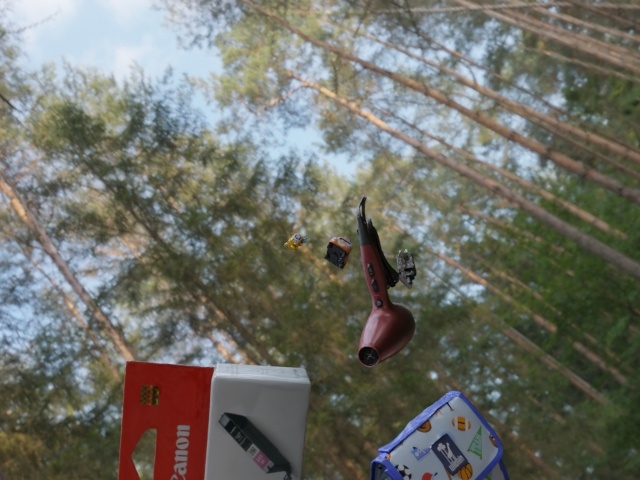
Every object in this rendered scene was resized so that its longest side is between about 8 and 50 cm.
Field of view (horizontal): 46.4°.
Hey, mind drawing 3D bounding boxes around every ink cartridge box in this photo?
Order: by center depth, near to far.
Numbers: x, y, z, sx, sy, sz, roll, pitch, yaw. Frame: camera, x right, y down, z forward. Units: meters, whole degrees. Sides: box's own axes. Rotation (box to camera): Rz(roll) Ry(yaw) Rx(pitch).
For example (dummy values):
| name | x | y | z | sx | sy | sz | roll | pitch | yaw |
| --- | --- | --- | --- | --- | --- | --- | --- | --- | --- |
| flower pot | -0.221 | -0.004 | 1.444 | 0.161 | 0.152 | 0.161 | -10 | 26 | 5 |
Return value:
| name | x | y | z | sx | sy | sz | roll | pitch | yaw |
| --- | --- | --- | --- | --- | --- | --- | --- | --- | --- |
| ink cartridge box | -0.146 | 0.298 | 0.981 | 0.239 | 0.060 | 0.275 | 5 | -80 | -9 |

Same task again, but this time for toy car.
| name | x | y | z | sx | sy | sz | roll | pitch | yaw |
| --- | --- | --- | --- | --- | --- | --- | --- | --- | --- |
| toy car | 0.000 | 0.000 | 1.142 | 0.040 | 0.122 | 0.060 | -51 | -32 | -29 |

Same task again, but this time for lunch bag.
| name | x | y | z | sx | sy | sz | roll | pitch | yaw |
| --- | --- | --- | --- | --- | --- | --- | --- | --- | --- |
| lunch bag | 0.309 | 0.626 | 1.908 | 0.328 | 0.239 | 0.385 | -30 | -72 | -35 |

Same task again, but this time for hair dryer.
| name | x | y | z | sx | sy | sz | roll | pitch | yaw |
| --- | --- | --- | --- | --- | --- | --- | --- | --- | --- |
| hair dryer | 0.091 | 0.092 | 1.269 | 0.080 | 0.293 | 0.223 | -21 | -45 | 26 |
